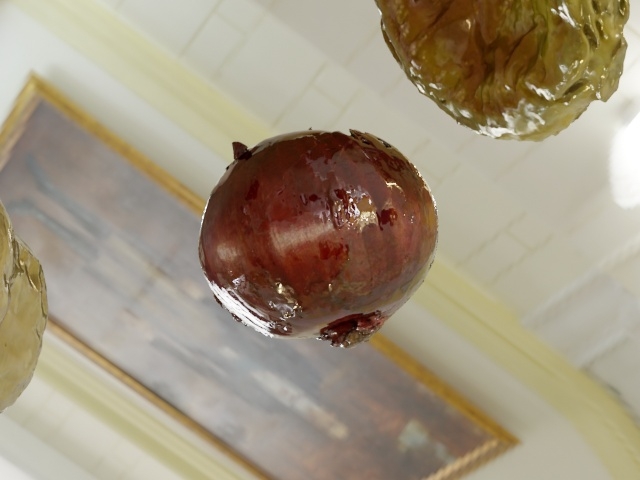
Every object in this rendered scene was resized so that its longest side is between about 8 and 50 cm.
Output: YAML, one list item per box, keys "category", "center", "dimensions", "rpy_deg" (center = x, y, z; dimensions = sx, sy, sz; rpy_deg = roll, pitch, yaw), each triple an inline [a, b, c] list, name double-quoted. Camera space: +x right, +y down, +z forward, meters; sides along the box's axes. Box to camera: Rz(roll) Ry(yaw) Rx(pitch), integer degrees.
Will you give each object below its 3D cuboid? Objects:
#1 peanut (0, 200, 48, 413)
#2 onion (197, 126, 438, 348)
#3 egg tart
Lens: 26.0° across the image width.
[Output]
- category: "peanut"
  center: [-0.229, 0.024, 0.750]
  dimensions: [0.143, 0.159, 0.291]
  rpy_deg: [-57, 179, -12]
- category: "onion"
  center: [0.000, 0.000, 1.554]
  dimensions: [0.276, 0.276, 0.276]
  rpy_deg: [-52, -172, 11]
- category: "egg tart"
  center: [0.149, -0.246, 1.098]
  dimensions: [0.132, 0.341, 0.341]
  rpy_deg: [-16, 170, -25]
